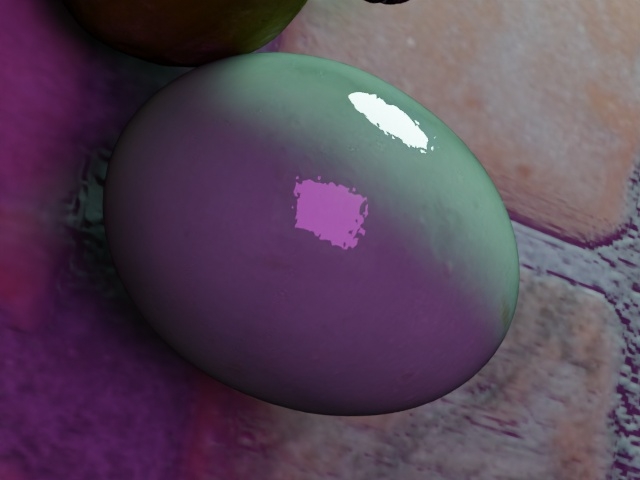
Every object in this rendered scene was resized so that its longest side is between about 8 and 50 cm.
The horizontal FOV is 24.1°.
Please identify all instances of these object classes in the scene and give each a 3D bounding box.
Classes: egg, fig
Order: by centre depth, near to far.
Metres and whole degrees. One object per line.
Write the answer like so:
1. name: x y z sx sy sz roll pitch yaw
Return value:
1. fig: -0.062 -0.136 0.712 0.126 0.185 0.133 -41 119 1
2. egg: 0.000 0.000 0.740 0.231 0.168 0.168 26 71 -32

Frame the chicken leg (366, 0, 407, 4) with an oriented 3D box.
1. chicken leg: -0.009 -0.282 0.795 0.177 0.083 0.323 -20 98 -61
